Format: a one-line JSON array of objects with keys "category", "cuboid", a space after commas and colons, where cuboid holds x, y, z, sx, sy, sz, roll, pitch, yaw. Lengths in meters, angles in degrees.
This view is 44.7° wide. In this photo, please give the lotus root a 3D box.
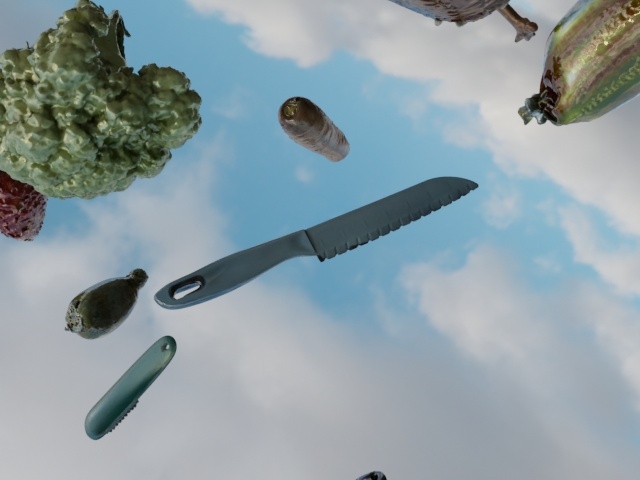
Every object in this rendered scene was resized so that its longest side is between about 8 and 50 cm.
[{"category": "lotus root", "cuboid": [-0.350, 0.104, 1.278, 0.088, 0.088, 0.165, 39, -134, 7]}]

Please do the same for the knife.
[{"category": "knife", "cuboid": [0.000, 0.000, 0.703, 0.313, 0.019, 0.044, -23, -125, -8]}]

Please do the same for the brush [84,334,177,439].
[{"category": "brush", "cuboid": [-0.244, 0.194, 1.023, 0.043, 0.193, 0.032, 52, -163, 26]}]

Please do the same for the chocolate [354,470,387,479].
[{"category": "chocolate", "cuboid": [-0.048, 0.457, 1.241, 0.344, 0.126, 0.148, -9, -145, -3]}]

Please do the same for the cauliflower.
[{"category": "cauliflower", "cuboid": [-0.323, -0.195, 1.017, 0.327, 0.280, 0.260, -8, 180, -6]}]

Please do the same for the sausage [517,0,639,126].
[{"category": "sausage", "cuboid": [0.311, -0.205, 0.741, 0.117, 0.317, 0.125, 6, -126, -39]}]

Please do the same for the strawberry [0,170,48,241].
[{"category": "strawberry", "cuboid": [-0.541, -0.064, 1.340, 0.140, 0.192, 0.085, 17, -144, -22]}]

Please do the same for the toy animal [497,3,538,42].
[{"category": "toy animal", "cuboid": [0.166, -0.354, 0.984, 0.230, 0.066, 0.224, 38, -176, -46]}]

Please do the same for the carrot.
[{"category": "carrot", "cuboid": [-0.003, -0.150, 1.090, 0.060, 0.060, 0.186, 51, -170, 24]}]

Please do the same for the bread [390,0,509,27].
[{"category": "bread", "cuboid": [0.085, -0.230, 0.522, 0.073, 0.160, 0.160, 8, -139, -35]}]
